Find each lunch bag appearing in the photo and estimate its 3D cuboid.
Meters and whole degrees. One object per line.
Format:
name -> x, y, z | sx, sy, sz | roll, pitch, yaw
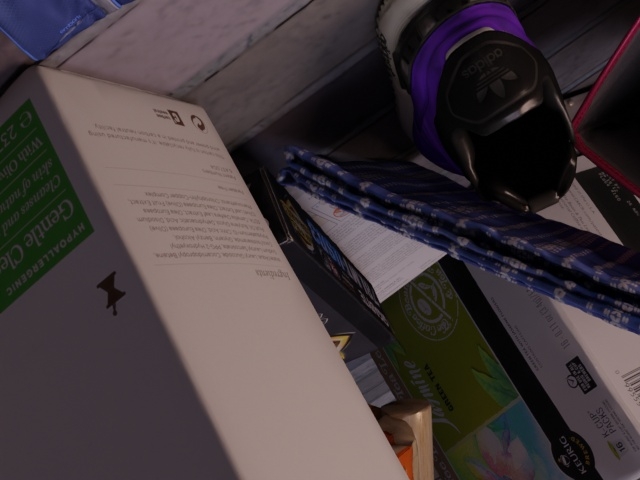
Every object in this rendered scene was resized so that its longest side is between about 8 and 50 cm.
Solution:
lunch bag -> -0.114, -0.126, 0.395 | 0.065, 0.067, 0.098 | -31, 159, 3

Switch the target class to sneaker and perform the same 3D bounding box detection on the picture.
sneaker -> 0.125, -0.075, 0.736 | 0.102, 0.146, 0.293 | -33, 159, 7

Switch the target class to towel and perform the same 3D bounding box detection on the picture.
towel -> 0.162, -0.003, 0.731 | 0.243, 0.336, 0.040 | -5, 116, -62

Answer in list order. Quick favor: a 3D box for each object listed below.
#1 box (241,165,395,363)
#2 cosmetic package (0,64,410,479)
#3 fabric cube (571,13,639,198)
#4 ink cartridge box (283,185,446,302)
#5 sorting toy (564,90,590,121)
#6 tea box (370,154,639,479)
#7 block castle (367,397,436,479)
box -> -0.113, 0.083, 0.835 | 0.293, 0.073, 0.295 | -27, 155, 7
cosmetic package -> -0.091, 0.111, 0.563 | 0.197, 0.365, 0.155 | -39, 159, 23
fabric cube -> 0.383, -0.120, 0.710 | 0.258, 0.254, 0.259 | -20, 145, -47
ink cartridge box -> 0.000, 0.000, 0.923 | 0.181, 0.056, 0.225 | -38, 140, 23
sorting toy -> 0.227, -0.108, 0.975 | 0.083, 0.044, 0.075 | -21, 178, -24
tea box -> 0.259, 0.130, 1.156 | 0.220, 0.329, 0.323 | -17, 156, -34
block castle -> -0.082, 0.311, 1.001 | 0.303, 0.212, 0.453 | 5, -164, 32
